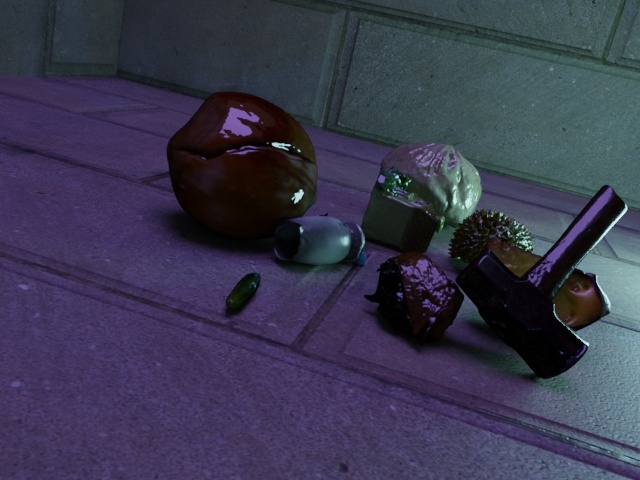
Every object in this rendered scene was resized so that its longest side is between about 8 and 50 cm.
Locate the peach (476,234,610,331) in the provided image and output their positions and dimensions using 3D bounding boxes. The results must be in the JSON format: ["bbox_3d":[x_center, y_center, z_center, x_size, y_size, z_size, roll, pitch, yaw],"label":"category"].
[{"bbox_3d":[0.429,0.118,1.296,0.267,0.158,0.154,20,-14,2],"label":"peach"}]

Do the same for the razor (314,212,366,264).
[{"bbox_3d":[0.041,-0.003,1.599,0.082,0.042,0.253,-19,31,-22],"label":"razor"}]

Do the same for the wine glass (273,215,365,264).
[{"bbox_3d":[0.000,0.000,1.439,0.204,0.111,0.111,3,19,-42],"label":"wine glass"}]

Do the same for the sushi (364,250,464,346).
[{"bbox_3d":[0.164,0.092,1.240,0.149,0.140,0.287,46,0,-29],"label":"sushi"}]

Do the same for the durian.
[{"bbox_3d":[0.438,0.011,1.642,0.200,0.176,0.237,33,6,0],"label":"durian"}]

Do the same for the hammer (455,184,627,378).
[{"bbox_3d":[0.453,0.040,1.207,0.242,0.095,0.409,45,63,9],"label":"hammer"}]

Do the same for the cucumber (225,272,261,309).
[{"bbox_3d":[-0.140,0.092,1.168,0.039,0.039,0.168,15,19,7],"label":"cucumber"}]

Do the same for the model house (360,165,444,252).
[{"bbox_3d":[0.239,-0.076,1.749,0.189,0.195,0.214,26,20,17],"label":"model house"}]

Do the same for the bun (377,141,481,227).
[{"bbox_3d":[0.344,-0.180,1.987,0.352,0.227,0.349,20,-2,-25],"label":"bun"}]

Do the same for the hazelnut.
[{"bbox_3d":[-0.180,-0.169,1.509,0.372,0.372,0.315,9,-22,-13],"label":"hazelnut"}]
